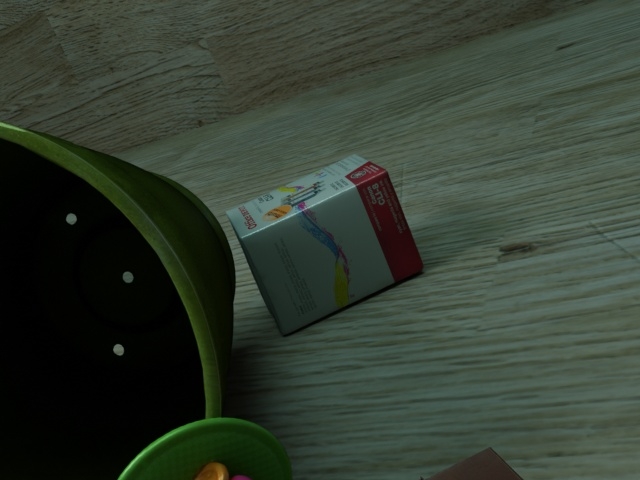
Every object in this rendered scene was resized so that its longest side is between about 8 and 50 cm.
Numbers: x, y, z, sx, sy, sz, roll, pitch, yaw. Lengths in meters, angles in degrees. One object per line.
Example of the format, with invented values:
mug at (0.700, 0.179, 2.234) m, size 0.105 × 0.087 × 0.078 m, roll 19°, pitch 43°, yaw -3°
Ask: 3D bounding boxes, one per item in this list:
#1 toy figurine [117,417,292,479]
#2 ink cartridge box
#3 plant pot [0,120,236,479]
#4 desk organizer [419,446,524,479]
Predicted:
toy figurine at (-0.056, 0.212, 0.434) m, size 0.173 × 0.130 × 0.159 m, roll -48°, pitch 33°, yaw -6°
ink cartridge box at (0.000, 0.000, 0.881) m, size 0.176 × 0.127 × 0.128 m, roll -26°, pitch 20°, yaw -7°
plant pot at (-0.227, 0.066, 0.684) m, size 0.367 × 0.366 × 0.353 m, roll -19°, pitch 8°, yaw 10°
desk organizer at (0.109, 0.172, 0.429) m, size 0.050 × 0.047 × 0.130 m, roll -23°, pitch 19°, yaw -10°
